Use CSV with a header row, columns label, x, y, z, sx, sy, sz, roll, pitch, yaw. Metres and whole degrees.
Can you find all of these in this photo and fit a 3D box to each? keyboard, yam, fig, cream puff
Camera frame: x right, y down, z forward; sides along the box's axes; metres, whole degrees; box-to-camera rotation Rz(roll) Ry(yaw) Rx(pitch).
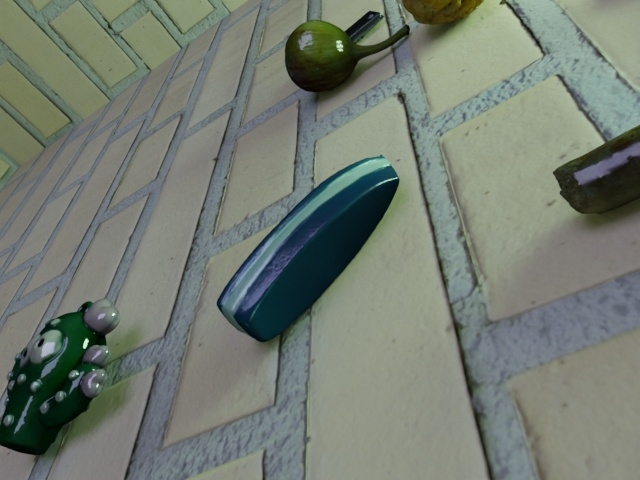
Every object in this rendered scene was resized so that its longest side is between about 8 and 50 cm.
label,x,y,z,sx,sy,sz,roll,pitch,yaw
keyboard,0.037,-0.424,1.259,0.230,0.025,0.094,-38,30,4
yam,0.362,-0.098,0.479,0.317,0.067,0.071,-22,8,28
fig,0.054,-0.369,1.118,0.245,0.149,0.149,-6,42,15
cream puff,0.232,-0.458,0.999,0.189,0.129,0.189,-34,34,27

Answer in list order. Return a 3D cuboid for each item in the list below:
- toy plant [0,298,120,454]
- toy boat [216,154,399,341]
label,x,y,z,sx,sy,sz,roll,pitch,yaw
toy plant,-0.399,0.197,0.877,0.232,0.112,0.243,-33,38,16
toy boat,0.000,0.000,0.720,0.299,0.096,0.061,-48,43,-15
